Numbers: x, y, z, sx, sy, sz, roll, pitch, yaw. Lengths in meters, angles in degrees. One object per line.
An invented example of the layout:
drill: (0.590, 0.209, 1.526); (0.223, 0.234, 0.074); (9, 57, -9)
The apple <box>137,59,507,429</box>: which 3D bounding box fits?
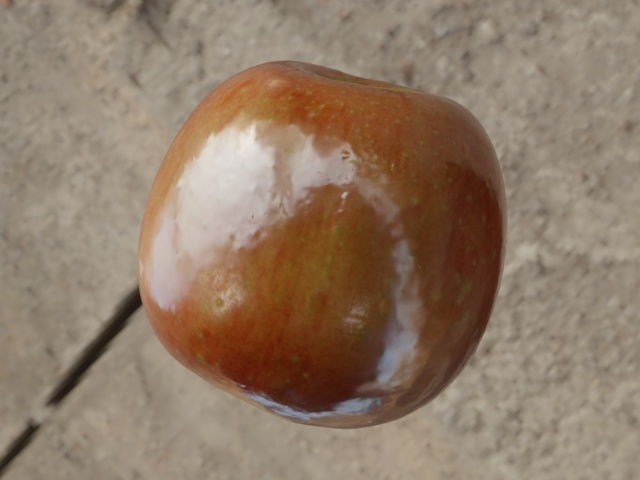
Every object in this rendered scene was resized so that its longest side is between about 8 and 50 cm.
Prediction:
apple: (0.000, 0.000, 0.828); (0.181, 0.181, 0.168); (20, 105, 36)
